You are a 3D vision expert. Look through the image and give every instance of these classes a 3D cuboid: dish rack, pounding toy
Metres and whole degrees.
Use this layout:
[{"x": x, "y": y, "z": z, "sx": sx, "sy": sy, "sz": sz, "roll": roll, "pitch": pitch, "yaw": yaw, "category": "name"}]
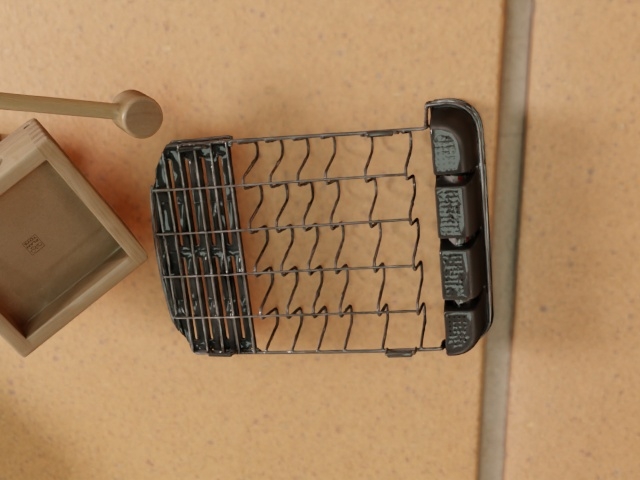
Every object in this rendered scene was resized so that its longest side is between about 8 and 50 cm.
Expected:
[{"x": 0.000, "y": 0.000, "z": 0.773, "sx": 0.271, "sy": 0.074, "sz": 0.208, "roll": -3, "pitch": 104, "yaw": 12, "category": "dish rack"}, {"x": -0.217, "y": -0.050, "z": 0.747, "sx": 0.206, "sy": 0.094, "sz": 0.181, "roll": -40, "pitch": 119, "yaw": -7, "category": "pounding toy"}]
